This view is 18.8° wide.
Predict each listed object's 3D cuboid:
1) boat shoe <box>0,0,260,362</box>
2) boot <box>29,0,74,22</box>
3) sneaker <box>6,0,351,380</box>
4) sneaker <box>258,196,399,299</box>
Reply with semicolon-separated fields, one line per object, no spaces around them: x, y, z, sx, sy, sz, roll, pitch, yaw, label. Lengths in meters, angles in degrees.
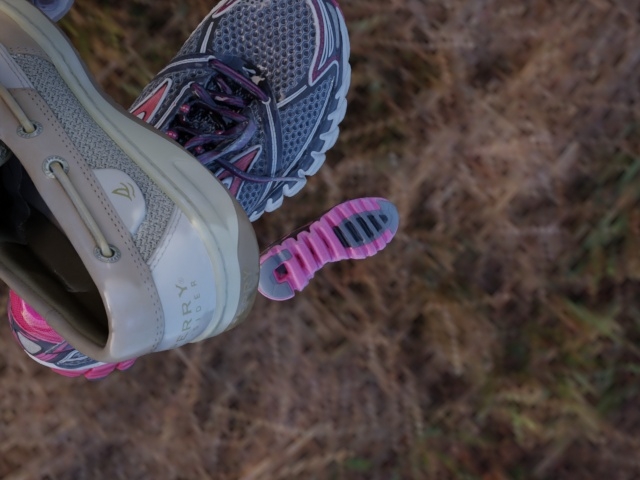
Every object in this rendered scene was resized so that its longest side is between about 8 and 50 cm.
-0.162;-0.042;0.963;0.098;0.302;0.109;-23;140;-40;boat shoe
-0.188;-0.167;1.084;0.118;0.042;0.087;32;106;-5;boot
-0.082;-0.042;1.214;0.299;0.121;0.112;-56;170;-8;sneaker
0.000;0.000;1.429;0.119;0.057;0.047;-26;103;-7;sneaker
